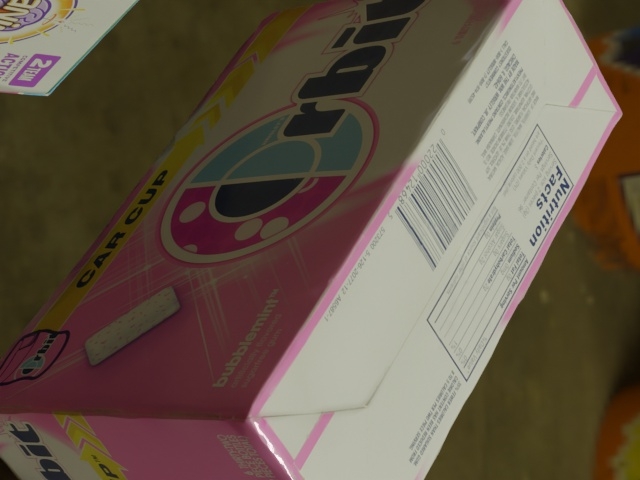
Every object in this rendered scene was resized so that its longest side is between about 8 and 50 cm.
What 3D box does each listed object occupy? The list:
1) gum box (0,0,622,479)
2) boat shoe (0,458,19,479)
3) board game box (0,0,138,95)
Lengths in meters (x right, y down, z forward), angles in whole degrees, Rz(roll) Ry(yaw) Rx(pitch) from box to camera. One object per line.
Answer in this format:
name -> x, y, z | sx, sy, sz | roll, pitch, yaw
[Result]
gum box -> 0.000, 0.000, 0.517 | 0.062, 0.107, 0.188 | 57, 50, -30
boat shoe -> -0.193, 0.107, 0.957 | 0.104, 0.285, 0.089 | -7, 115, -25
board game box -> -0.218, -0.141, 0.741 | 0.316, 0.242, 0.064 | 2, 71, -30
